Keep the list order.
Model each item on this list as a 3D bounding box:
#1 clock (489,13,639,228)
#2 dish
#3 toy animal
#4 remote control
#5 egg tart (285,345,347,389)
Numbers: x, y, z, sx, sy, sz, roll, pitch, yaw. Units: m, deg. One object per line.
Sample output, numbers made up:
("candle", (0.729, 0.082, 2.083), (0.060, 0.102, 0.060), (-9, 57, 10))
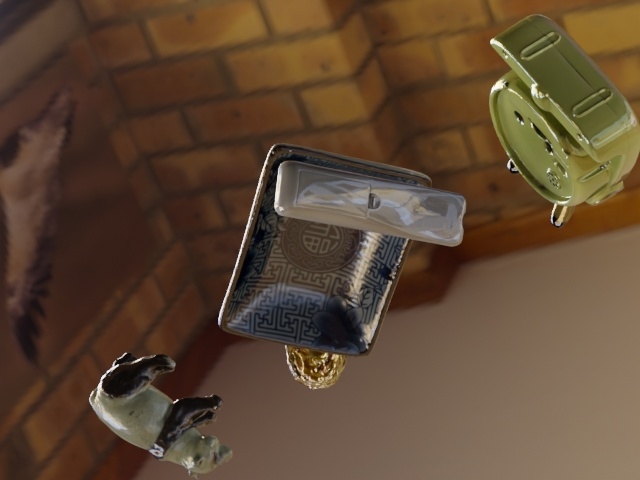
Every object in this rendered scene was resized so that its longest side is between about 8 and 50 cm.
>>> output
("clock", (0.233, -0.103, 1.557), (0.069, 0.232, 0.170), (-33, -114, -14))
("dish", (0.000, 0.000, 1.729), (0.182, 0.243, 0.080), (12, -151, -12))
("toy animal", (-0.218, 0.245, 2.200), (0.225, 0.094, 0.121), (35, -120, 9))
("remote control", (0.049, -0.032, 1.391), (0.184, 0.049, 0.027), (10, 173, -24))
("egg tart", (0.000, 0.164, 2.388), (0.129, 0.128, 0.049), (3, -178, 42))
